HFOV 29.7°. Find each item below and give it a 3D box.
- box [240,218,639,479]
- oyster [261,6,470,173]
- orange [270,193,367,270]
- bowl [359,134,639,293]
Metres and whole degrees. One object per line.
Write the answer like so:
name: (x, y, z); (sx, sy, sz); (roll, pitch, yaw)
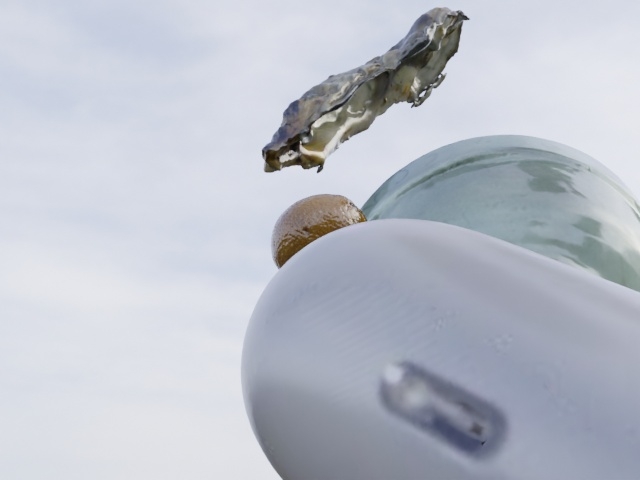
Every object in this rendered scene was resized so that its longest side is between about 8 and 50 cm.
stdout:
box: (0.148, 0.112, 0.517); (0.289, 0.141, 0.349); (23, -3, 45)
oyster: (0.045, -0.162, 1.273); (0.345, 0.078, 0.128); (-36, -14, -38)
orange: (0.000, 0.000, 0.991); (0.085, 0.085, 0.085); (0, -18, 0)
bowl: (0.161, 0.072, 1.045); (0.307, 0.307, 0.163); (0, 19, 0)
